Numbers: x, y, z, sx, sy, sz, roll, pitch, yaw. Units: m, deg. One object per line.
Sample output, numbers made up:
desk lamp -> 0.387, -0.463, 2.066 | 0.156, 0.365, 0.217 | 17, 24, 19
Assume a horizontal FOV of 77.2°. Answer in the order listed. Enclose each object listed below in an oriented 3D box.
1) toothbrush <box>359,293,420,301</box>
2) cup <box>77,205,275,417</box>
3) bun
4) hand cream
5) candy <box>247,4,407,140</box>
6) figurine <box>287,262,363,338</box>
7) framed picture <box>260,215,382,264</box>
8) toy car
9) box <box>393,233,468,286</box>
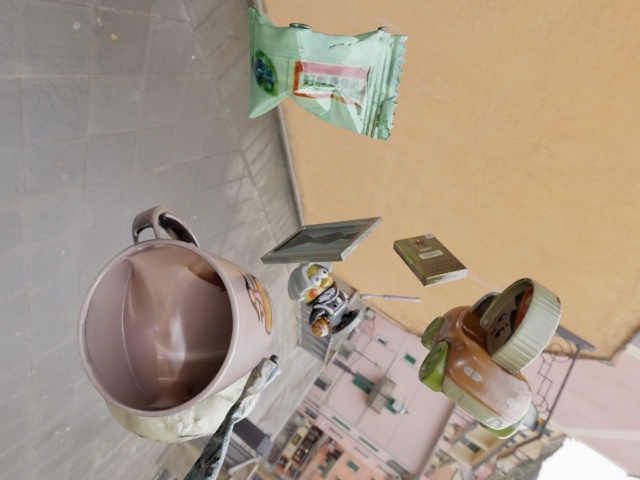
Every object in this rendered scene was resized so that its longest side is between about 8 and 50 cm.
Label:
toothbrush -> 0.220, 0.181, 1.269 | 0.014, 0.194, 0.017 | -95, -171, -63
cup -> -0.175, 0.081, 0.539 | 0.191, 0.253, 0.200 | -22, 167, 5
bun -> -0.321, 0.303, 0.960 | 0.359, 0.359, 0.211 | -22, 116, -67
hand cream -> -0.137, 0.302, 0.673 | 0.075, 0.052, 0.248 | -34, -159, 55
candy -> 0.006, -0.409, 1.001 | 0.172, 0.397, 0.263 | -88, -173, -57
figurine -> 0.002, 0.171, 1.184 | 0.176, 0.236, 0.133 | -40, -176, -40
framed picture -> 0.000, 0.000, 0.767 | 0.150, 0.203, 0.015 | -40, 116, -42
toy car -> 0.276, 0.153, 0.626 | 0.235, 0.145, 0.235 | -54, 175, -7
box -> 0.213, 0.035, 0.789 | 0.090, 0.133, 0.023 | -10, 125, -16
